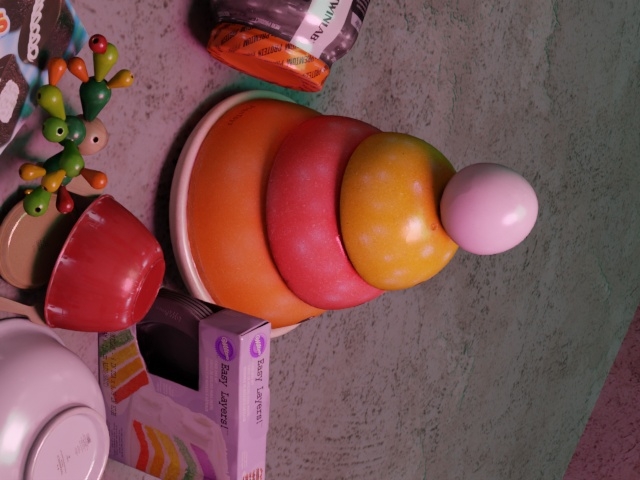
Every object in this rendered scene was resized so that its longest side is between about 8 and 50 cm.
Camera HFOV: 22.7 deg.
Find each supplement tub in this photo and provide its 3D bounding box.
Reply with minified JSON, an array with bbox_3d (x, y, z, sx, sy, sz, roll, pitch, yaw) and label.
[{"bbox_3d":[-0.020,-0.381,2.103,0.207,0.207,0.338,28,79,-59],"label":"supplement tub"}]

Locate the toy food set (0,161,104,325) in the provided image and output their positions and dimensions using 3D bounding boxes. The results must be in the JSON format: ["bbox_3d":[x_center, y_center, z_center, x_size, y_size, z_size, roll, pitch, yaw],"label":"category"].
[{"bbox_3d":[-0.346,-0.001,1.928,0.132,0.038,0.192,23,90,-52],"label":"toy food set"}]

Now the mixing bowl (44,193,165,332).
[{"bbox_3d":[-0.255,0.044,1.971,0.181,0.098,0.181,24,90,-81],"label":"mixing bowl"}]

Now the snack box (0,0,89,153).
[{"bbox_3d":[-0.392,-0.176,1.734,0.322,0.060,0.187,-58,147,-25],"label":"snack box"}]

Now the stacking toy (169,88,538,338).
[{"bbox_3d":[0.068,-0.034,2.107,0.350,0.480,0.350,-1,92,-50],"label":"stacking toy"}]

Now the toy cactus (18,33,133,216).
[{"bbox_3d":[-0.274,-0.127,1.849,0.180,0.112,0.219,1,103,-84],"label":"toy cactus"}]

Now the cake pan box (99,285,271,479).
[{"bbox_3d":[-0.180,0.191,2.076,0.070,0.246,0.267,-27,127,-52],"label":"cake pan box"}]

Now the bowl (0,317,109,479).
[{"bbox_3d":[-0.353,0.253,1.934,0.298,0.134,0.298,-33,131,-47],"label":"bowl"}]
